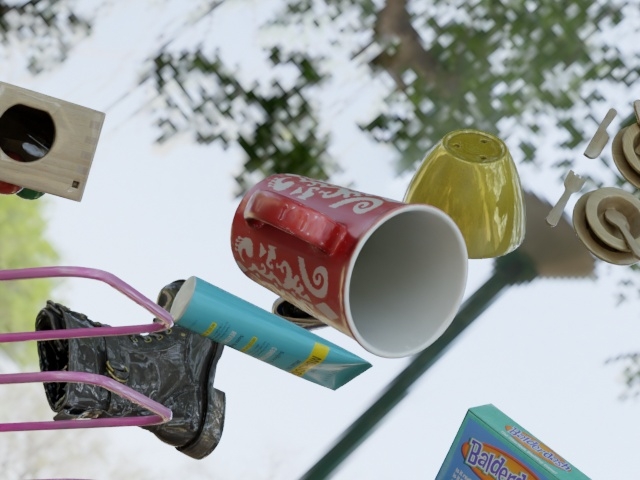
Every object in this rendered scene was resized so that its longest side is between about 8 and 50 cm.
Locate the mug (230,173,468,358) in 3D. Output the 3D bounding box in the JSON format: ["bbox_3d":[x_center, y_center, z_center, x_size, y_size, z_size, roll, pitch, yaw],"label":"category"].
[{"bbox_3d":[0.008,-0.004,1.246,0.169,0.113,0.150,22,-35,53],"label":"mug"}]

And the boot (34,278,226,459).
[{"bbox_3d":[-0.215,0.115,1.861,0.229,0.091,0.263,27,35,-36],"label":"boot"}]

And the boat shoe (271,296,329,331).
[{"bbox_3d":[0.032,0.070,1.944,0.066,0.183,0.066,30,43,-80],"label":"boat shoe"}]

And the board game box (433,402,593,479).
[{"bbox_3d":[0.176,0.295,1.687,0.160,0.047,0.210,37,-65,31],"label":"board game box"}]

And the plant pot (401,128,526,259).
[{"bbox_3d":[0.152,-0.057,1.724,0.134,0.134,0.095,36,-46,34],"label":"plant pot"}]

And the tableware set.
[{"bbox_3d":[0.320,-0.055,1.696,0.128,0.194,0.039,33,-37,1],"label":"tableware set"}]

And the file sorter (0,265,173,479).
[{"bbox_3d":[-0.203,0.175,1.107,0.182,0.291,0.202,-4,-15,13],"label":"file sorter"}]

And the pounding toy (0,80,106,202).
[{"bbox_3d":[-0.299,-0.095,1.436,0.206,0.094,0.181,16,0,-19],"label":"pounding toy"}]

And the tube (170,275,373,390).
[{"bbox_3d":[-0.052,0.100,1.717,0.207,0.052,0.080,26,-29,-20],"label":"tube"}]
